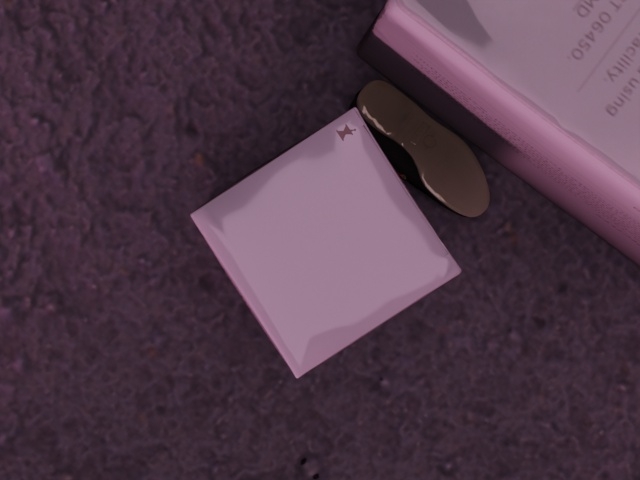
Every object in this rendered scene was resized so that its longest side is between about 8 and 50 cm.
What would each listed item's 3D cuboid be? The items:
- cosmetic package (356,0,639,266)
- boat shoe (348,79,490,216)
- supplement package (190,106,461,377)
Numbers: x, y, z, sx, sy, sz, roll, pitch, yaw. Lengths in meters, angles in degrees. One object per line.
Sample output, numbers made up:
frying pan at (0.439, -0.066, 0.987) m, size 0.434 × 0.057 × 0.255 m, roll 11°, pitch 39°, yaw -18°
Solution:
cosmetic package at (0.252, -0.174, 1.356) m, size 0.327 × 0.394 × 0.329 m, roll 36°, pitch 89°, yaw -2°
boat shoe at (0.076, -0.067, 1.531) m, size 0.133 × 0.042 × 0.049 m, roll 43°, pitch 69°, yaw -1°
supplement package at (0.000, 0.000, 1.427) m, size 0.134 × 0.244 × 0.139 m, roll -33°, pitch 91°, yaw -1°
